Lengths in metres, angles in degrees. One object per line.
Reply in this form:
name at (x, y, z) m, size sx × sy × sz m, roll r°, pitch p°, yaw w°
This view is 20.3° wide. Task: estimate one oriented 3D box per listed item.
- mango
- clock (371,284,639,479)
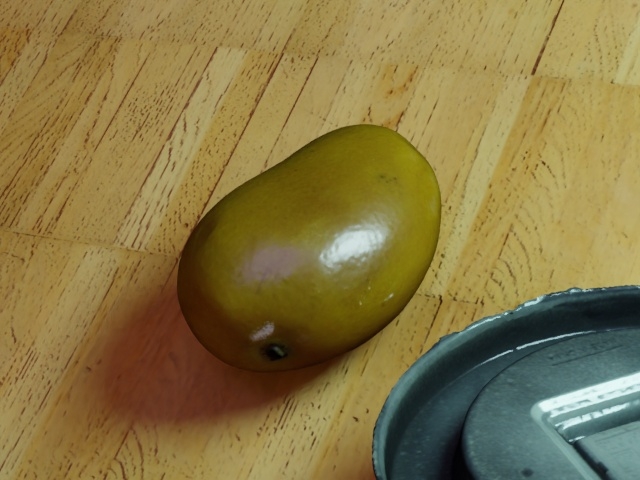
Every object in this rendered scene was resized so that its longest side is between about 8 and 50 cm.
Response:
mango at (0.003, 0.005, 1.442) m, size 0.254 × 0.139 × 0.175 m, roll -39°, pitch 56°, yaw -22°
clock at (0.226, 0.156, 1.188) m, size 0.386 × 0.076 × 0.386 m, roll -5°, pitch 29°, yaw 3°
